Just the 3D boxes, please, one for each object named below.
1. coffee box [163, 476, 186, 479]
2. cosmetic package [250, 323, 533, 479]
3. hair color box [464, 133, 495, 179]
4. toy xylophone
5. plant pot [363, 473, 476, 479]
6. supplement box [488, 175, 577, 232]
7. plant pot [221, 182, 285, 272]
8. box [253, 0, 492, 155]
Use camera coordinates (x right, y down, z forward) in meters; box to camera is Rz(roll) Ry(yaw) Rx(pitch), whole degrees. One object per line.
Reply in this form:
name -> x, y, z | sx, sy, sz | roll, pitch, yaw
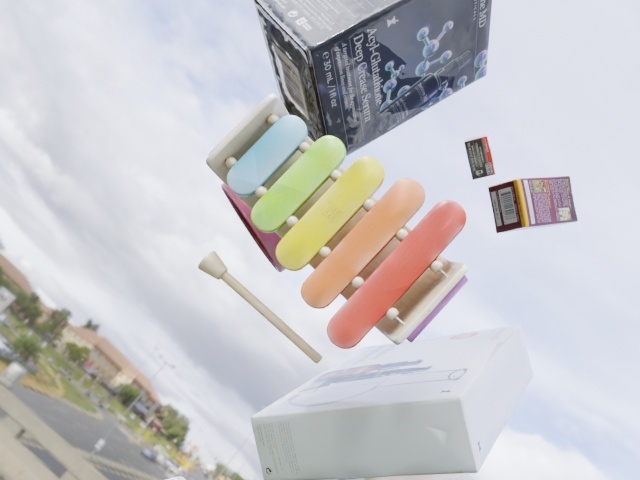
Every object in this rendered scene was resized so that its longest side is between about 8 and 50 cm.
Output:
coffee box -> -0.240, 0.512, 0.657 | 0.334, 0.337, 0.338 | 33, -59, 50
cosmetic package -> 0.123, 0.219, 0.934 | 0.284, 0.377, 0.097 | -11, -89, 27
hair color box -> 0.293, -0.156, 1.210 | 0.043, 0.141, 0.072 | -12, -82, 16
toy xylophone -> 0.000, 0.000, 0.754 | 0.322, 0.236, 0.081 | 35, -5, 10
plant pot -> 0.220, 0.572, 1.330 | 0.334, 0.334, 0.305 | 46, -1, -13
supplement box -> 0.459, -0.078, 1.414 | 0.081, 0.188, 0.104 | -15, -97, 54
plant pot -> -0.061, -0.070, 1.250 | 0.201, 0.180, 0.201 | 54, -8, 12
box -> 0.112, -0.392, 1.272 | 0.212, 0.395, 0.293 | 52, -12, 33
